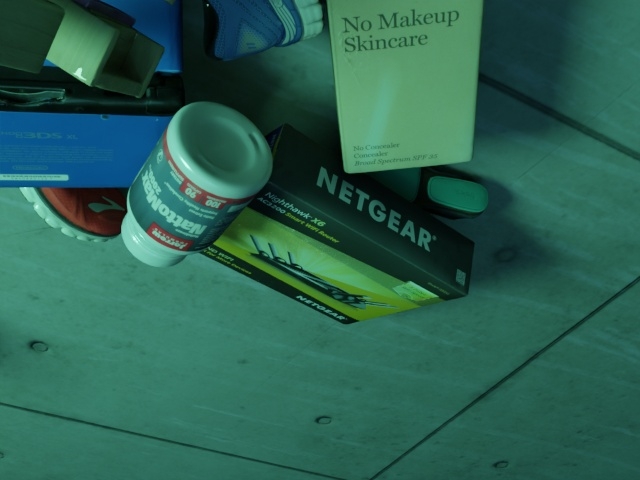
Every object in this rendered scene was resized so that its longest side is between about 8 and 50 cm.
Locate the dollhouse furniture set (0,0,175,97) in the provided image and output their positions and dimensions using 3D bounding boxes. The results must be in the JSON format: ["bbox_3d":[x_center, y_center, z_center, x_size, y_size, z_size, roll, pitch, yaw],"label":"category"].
[{"bbox_3d":[-0.200,-0.287,0.424,0.198,0.286,0.303,34,104,14],"label":"dollhouse furniture set"}]

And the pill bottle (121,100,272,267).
[{"bbox_3d":[-0.136,-0.047,0.700,0.108,0.107,0.180,23,139,-23],"label":"pill bottle"}]

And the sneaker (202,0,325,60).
[{"bbox_3d":[-0.117,-0.288,0.550,0.147,0.129,0.330,-26,126,2],"label":"sneaker"}]

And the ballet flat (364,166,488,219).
[{"bbox_3d":[0.116,-0.068,0.861,0.203,0.074,0.074,16,134,-24],"label":"ballet flat"}]

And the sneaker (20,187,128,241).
[{"bbox_3d":[-0.297,-0.105,0.789,0.118,0.107,0.279,-22,133,14],"label":"sneaker"}]

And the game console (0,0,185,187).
[{"bbox_3d":[-0.291,-0.182,0.672,0.293,0.173,0.250,-1,155,-19],"label":"game console"}]

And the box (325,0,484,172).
[{"bbox_3d":[0.076,-0.225,0.654,0.148,0.121,0.311,-6,136,4],"label":"box"}]

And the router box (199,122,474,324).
[{"bbox_3d":[0.000,0.000,0.862,0.309,0.081,0.243,29,150,-27],"label":"router box"}]
